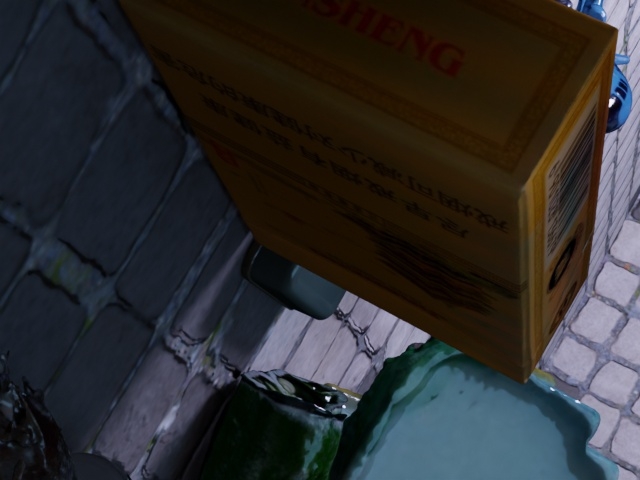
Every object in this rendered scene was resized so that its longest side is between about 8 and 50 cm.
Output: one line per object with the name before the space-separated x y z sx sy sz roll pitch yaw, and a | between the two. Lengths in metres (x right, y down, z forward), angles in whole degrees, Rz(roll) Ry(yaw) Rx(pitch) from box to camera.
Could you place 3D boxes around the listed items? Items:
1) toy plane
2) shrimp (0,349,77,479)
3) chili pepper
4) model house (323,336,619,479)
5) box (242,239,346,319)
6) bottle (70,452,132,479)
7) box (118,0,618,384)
toy plane | 0.184 -0.125 0.988 0.271 0.105 0.254 -45 148 -67
shrimp | -0.129 0.092 0.524 0.057 0.065 0.165 -91 -175 -48
chili pepper | -0.063 0.217 0.859 0.136 0.099 0.271 -145 -103 -82
model house | 0.053 0.192 1.051 0.281 0.230 0.249 -62 -154 1
box | 0.000 0.000 0.804 0.091 0.031 0.126 -60 162 -6
bottle | -0.109 0.172 0.709 0.060 0.060 0.217 -55 163 -21
box | 0.032 -0.037 0.593 0.076 0.174 0.274 -57 162 -12
